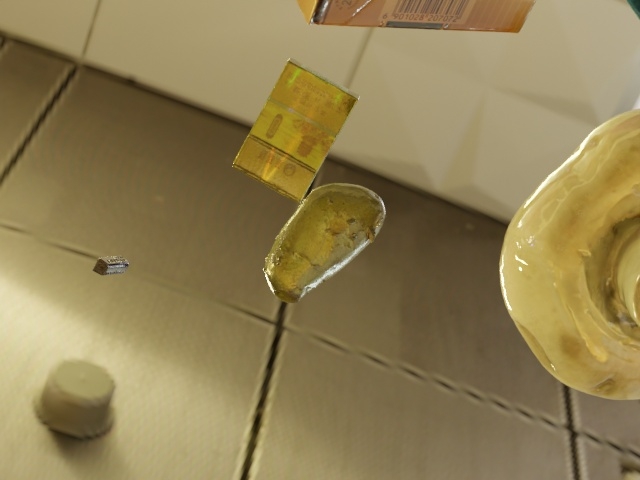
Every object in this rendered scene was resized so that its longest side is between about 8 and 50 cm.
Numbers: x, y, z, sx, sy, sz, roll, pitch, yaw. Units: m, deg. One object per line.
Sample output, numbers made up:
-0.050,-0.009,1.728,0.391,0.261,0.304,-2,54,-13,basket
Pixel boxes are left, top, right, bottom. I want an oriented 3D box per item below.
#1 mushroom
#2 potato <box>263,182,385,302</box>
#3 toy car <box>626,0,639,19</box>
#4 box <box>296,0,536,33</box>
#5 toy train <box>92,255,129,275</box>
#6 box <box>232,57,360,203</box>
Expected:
0.384,0.010,1.635,0.353,0.353,0.325,2,-113,-34,mushroom
0.000,0.000,1.799,0.105,0.188,0.085,40,179,-7,potato
0.367,-0.300,1.187,0.198,0.314,0.166,44,155,-30,toy car
0.077,-0.273,1.327,0.237,0.070,0.152,0,-132,-28,box
-0.226,0.028,1.507,0.017,0.017,0.083,27,-174,10,toy train
-0.039,-0.166,2.089,0.121,0.193,0.030,29,-158,-3,box
